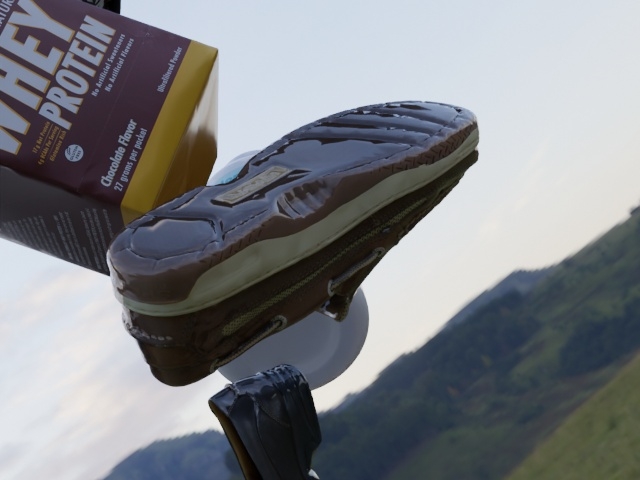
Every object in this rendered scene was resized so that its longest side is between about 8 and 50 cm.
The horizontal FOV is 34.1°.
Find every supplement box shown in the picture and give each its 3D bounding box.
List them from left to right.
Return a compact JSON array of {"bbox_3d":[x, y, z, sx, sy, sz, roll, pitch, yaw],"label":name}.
[{"bbox_3d":[-0.187,-0.074,0.756,0.191,0.194,0.129,107,-178,-71],"label":"supplement box"}]

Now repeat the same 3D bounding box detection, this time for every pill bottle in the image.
[{"bbox_3d":[-0.046,0.013,0.983,0.146,0.146,0.264,-43,29,16],"label":"pill bottle"}]

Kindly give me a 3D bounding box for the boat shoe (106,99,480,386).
[{"bbox_3d":[-0.006,-0.002,0.595,0.257,0.095,0.095,-27,-56,-33],"label":"boat shoe"}]

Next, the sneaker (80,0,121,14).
[{"bbox_3d":[-0.177,-0.283,0.956,0.124,0.321,0.180,4,-87,-50],"label":"sneaker"}]

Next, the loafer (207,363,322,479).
[{"bbox_3d":[-0.027,0.166,0.653,0.061,0.170,0.062,-10,-12,-27],"label":"loafer"}]
